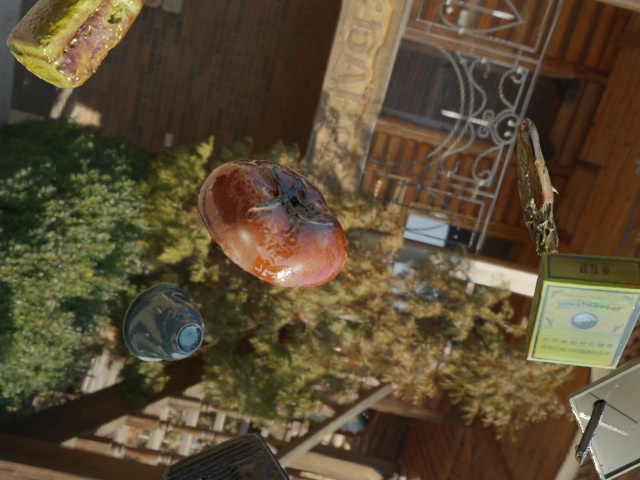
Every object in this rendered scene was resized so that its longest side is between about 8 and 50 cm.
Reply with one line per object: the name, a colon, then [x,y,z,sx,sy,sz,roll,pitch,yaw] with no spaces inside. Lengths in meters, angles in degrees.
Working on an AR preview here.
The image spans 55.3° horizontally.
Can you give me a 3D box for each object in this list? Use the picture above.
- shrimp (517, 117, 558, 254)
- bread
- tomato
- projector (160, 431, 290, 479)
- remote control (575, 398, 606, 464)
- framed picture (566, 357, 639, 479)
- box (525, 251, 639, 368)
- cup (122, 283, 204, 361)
shrimp: [0.390,-0.098,1.101,0.150,0.067,0.249,-23,101,-70]
bread: [-0.322,-0.293,0.820,0.172,0.132,0.103,-58,136,-15]
tomato: [-0.054,-0.034,0.863,0.095,0.236,0.237,-49,-163,23]
projector: [-0.122,0.636,1.139,0.395,0.241,0.406,46,-38,43]
remote control: [0.337,0.238,0.764,0.091,0.016,0.034,-41,140,-40]
framed picture: [0.624,0.372,1.255,0.250,0.184,0.016,61,3,-20]
box: [0.396,0.110,0.929,0.220,0.140,0.064,80,21,-47]
cup: [-0.358,0.219,1.494,0.150,0.199,0.199,13,-90,45]
